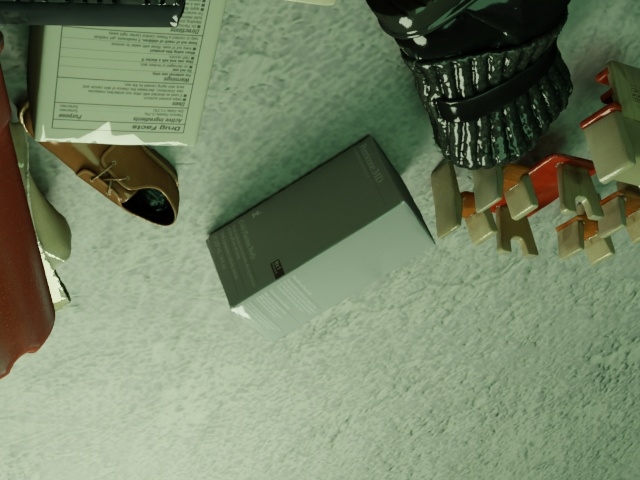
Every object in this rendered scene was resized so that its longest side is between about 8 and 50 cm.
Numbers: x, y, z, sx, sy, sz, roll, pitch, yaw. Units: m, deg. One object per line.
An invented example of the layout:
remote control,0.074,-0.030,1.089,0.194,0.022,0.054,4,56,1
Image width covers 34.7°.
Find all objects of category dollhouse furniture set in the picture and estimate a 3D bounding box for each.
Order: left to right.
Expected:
dollhouse furniture set,0.301,-0.087,1.244,0.262,0.135,0.259,9,152,-30

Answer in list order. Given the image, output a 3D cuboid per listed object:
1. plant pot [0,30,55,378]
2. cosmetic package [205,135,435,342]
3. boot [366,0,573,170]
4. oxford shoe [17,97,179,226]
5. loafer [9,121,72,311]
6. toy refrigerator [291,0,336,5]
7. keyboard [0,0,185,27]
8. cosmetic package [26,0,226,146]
plant pot,-0.362,-0.014,0.875,0.272,0.272,0.265,-16,116,-7
cosmetic package,0.000,0.000,1.206,0.238,0.127,0.107,-35,137,10
boot,0.236,-0.243,1.059,0.348,0.131,0.260,-28,135,13
oxford shoe,-0.221,-0.082,1.069,0.076,0.076,0.212,-39,133,19
loafer,-0.312,-0.020,1.078,0.092,0.102,0.268,-13,135,-24
toy refrigerator,-0.011,-0.348,0.881,0.102,0.094,0.269,3,131,-16
keyboard,-0.261,-0.259,0.793,0.317,0.033,0.201,4,126,14
cosmetic package,-0.168,-0.239,0.907,0.160,0.113,0.309,0,133,-23
